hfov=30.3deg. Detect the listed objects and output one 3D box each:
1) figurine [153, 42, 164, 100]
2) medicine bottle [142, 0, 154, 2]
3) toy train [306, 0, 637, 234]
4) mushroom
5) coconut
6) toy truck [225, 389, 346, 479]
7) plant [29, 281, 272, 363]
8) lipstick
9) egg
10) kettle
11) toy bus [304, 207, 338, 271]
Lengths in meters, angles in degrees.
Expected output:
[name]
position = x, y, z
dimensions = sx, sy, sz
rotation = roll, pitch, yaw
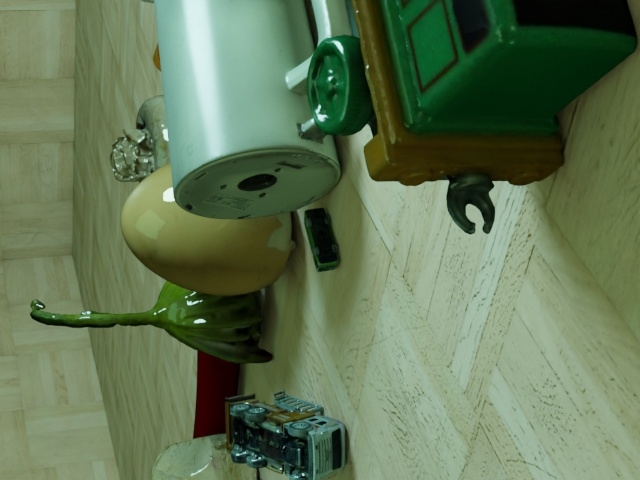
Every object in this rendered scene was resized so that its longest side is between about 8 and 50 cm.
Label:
[figurine]
position = -0.165, -0.319, 1.798
dimensions = 0.271, 0.143, 0.143
rotation = -59, 29, 13
[medicine bottle]
position = -0.198, -0.509, 1.709
dimensions = 0.179, 0.124, 0.324
rotation = 103, 176, -63
[toy train]
position = 0.099, -0.221, 0.924
dimensions = 0.249, 0.178, 0.429
rotation = -38, 58, 57
[mushroom]
position = -0.273, -0.139, 2.059
dimensions = 0.226, 0.178, 0.226
rotation = 166, 90, -68
[coconut]
position = -0.190, 0.420, 1.937
dimensions = 0.194, 0.194, 0.194
rotation = 176, 90, -72
[toy truck]
position = -0.034, 0.253, 1.538
dimensions = 0.178, 0.115, 0.080
rotation = 11, 106, 48
[plant]
position = -0.235, 0.137, 1.801
dimensions = 0.251, 0.333, 0.180
rotation = 21, 130, 57
[lipstick]
position = -0.176, 0.257, 2.011
dimensions = 0.080, 0.080, 0.241
rotation = -123, 34, -55
[egg]
position = -0.157, -0.023, 1.654
dimensions = 0.201, 0.244, 0.201
rotation = -179, 90, -85
[kettle]
position = -0.091, -0.217, 1.450
dimensions = 0.265, 0.205, 0.318
rotation = 119, 146, -64
[toy bus]
position = 0.000, 0.000, 1.489
dimensions = 0.037, 0.031, 0.083
rotation = 101, 158, -57
